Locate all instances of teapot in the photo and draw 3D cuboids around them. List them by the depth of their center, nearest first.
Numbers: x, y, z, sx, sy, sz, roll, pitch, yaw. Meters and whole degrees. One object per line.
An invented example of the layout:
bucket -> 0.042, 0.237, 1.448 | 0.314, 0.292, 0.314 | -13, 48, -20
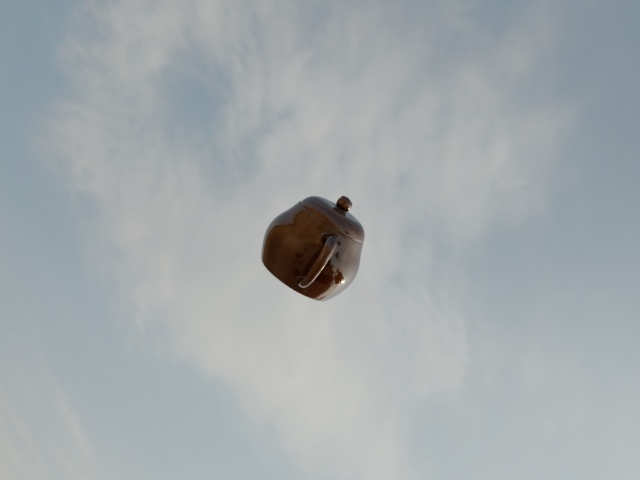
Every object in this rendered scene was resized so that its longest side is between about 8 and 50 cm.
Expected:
teapot -> 0.000, 0.000, 0.836 | 0.173, 0.116, 0.116 | -92, 164, -75
